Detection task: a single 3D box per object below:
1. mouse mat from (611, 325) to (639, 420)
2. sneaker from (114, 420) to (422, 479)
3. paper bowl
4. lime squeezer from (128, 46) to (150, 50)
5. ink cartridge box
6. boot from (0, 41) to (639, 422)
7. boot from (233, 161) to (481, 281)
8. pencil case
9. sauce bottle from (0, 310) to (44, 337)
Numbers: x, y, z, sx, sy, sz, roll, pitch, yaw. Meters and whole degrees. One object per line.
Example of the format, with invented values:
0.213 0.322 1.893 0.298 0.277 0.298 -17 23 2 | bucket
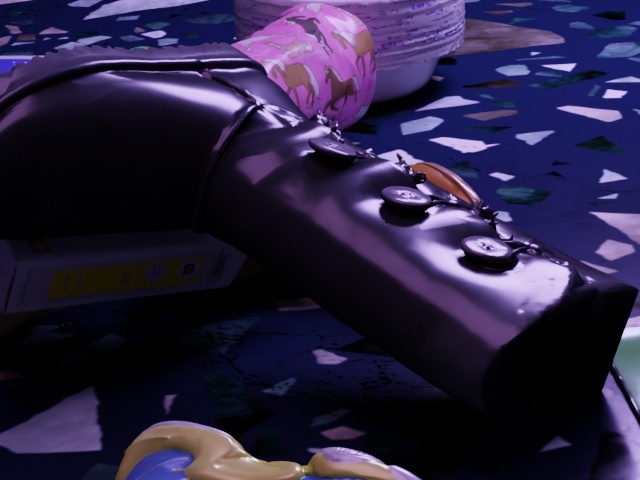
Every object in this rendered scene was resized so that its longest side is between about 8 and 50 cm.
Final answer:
0.309 0.102 1.499 0.152 0.007 0.190 -5 21 -3 | mouse mat
-0.037 0.196 1.226 0.240 0.091 0.126 7 41 27 | sneaker
0.037 -0.258 2.325 0.284 0.148 0.284 -4 19 1 | paper bowl
-0.120 -0.130 1.723 0.310 0.059 0.110 4 33 -27 | lime squeezer
-0.203 -0.063 1.685 0.307 0.072 0.303 -3 38 -38 | ink cartridge box
-0.028 0.008 1.450 0.445 0.146 0.367 36 38 28 | boot
-0.001 -0.001 1.729 0.211 0.104 0.295 -23 23 -28 | boot
-0.083 -0.138 2.006 0.167 0.160 0.386 12 26 27 | pencil case
-0.291 0.032 1.651 0.111 0.111 0.344 9 23 31 | sauce bottle
